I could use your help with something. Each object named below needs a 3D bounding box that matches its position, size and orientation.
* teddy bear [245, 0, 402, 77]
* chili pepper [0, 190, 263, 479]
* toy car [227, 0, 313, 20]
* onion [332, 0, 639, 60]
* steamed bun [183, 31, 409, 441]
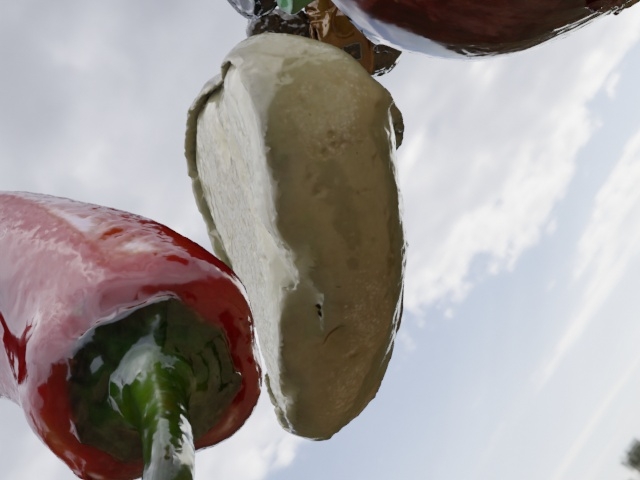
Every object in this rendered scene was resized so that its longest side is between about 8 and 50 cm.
[{"bbox_3d":[0.003,-0.236,1.416,0.190,0.140,0.177,-21,-47,-9],"label":"teddy bear"},{"bbox_3d":[-0.136,0.040,0.449,0.137,0.368,0.092,-48,-57,-37],"label":"chili pepper"},{"bbox_3d":[-0.040,-0.366,1.204,0.213,0.358,0.176,-35,-26,-19],"label":"toy car"},{"bbox_3d":[0.122,-0.276,0.872,0.341,0.341,0.341,-43,-24,-25],"label":"onion"},{"bbox_3d":[0.000,-0.023,0.693,0.110,0.231,0.212,-15,-25,-16],"label":"steamed bun"}]
